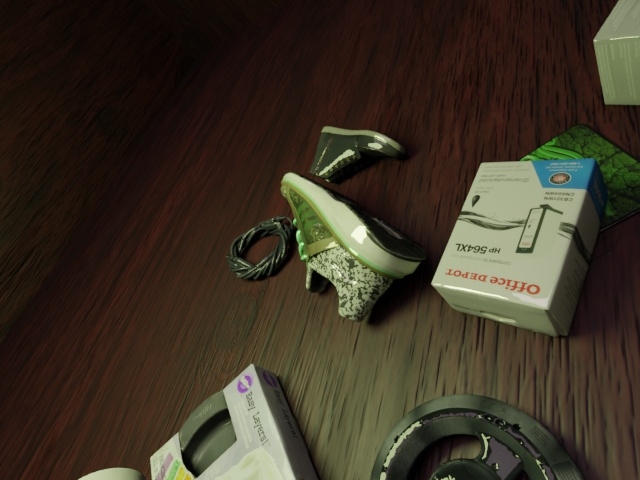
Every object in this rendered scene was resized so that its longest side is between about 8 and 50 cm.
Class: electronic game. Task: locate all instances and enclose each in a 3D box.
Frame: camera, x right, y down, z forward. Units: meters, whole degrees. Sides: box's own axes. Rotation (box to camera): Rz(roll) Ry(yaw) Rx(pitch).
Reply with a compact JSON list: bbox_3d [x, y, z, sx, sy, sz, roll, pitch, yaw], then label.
[{"bbox_3d":[0.153,0.276,0.413,0.230,0.048,0.229,-24,42,24],"label":"electronic game"}]

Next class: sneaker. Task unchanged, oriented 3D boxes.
[{"bbox_3d":[0.000,0.000,0.737,0.181,0.158,0.410,-61,32,10],"label":"sneaker"},{"bbox_3d":[0.076,-0.171,0.870,0.222,0.083,0.118,21,91,42],"label":"sneaker"}]

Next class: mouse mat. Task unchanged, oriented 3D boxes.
[{"bbox_3d":[0.360,-0.084,0.575,0.153,0.007,0.189,-34,39,15],"label":"mouse mat"}]

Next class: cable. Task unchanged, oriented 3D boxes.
[{"bbox_3d":[-0.141,0.024,0.912,0.185,0.047,0.150,-17,52,28],"label":"cable"}]

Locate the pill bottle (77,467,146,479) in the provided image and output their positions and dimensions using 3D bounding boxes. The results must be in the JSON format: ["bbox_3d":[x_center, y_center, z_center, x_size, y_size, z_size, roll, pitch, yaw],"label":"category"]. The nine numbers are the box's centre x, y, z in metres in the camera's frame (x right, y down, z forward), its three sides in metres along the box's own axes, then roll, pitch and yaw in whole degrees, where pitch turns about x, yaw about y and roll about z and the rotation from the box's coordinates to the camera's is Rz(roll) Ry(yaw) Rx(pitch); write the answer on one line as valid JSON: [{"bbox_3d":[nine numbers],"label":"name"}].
[{"bbox_3d":[-0.296,0.485,0.541,0.169,0.169,0.301,-43,39,5],"label":"pill bottle"}]

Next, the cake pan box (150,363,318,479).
[{"bbox_3d":[-0.134,0.355,0.592,0.246,0.070,0.267,-41,39,3],"label":"cake pan box"}]

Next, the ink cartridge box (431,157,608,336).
[{"bbox_3d":[0.258,0.001,0.522,0.148,0.086,0.203,9,65,47],"label":"ink cartridge box"}]

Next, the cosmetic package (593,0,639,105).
[{"bbox_3d":[0.494,-0.242,0.496,0.238,0.127,0.107,23,75,48],"label":"cosmetic package"}]
